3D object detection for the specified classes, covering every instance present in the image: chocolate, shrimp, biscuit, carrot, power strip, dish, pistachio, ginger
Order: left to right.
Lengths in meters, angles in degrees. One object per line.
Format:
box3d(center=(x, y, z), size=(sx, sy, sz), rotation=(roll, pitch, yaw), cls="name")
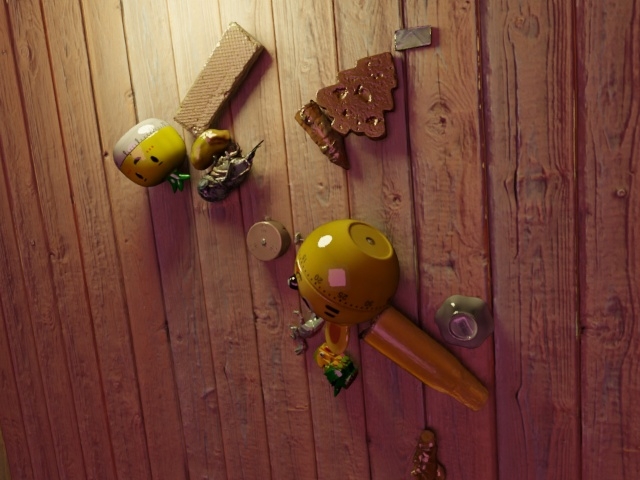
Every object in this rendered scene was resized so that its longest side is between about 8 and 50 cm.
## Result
box3d(center=(-0.421, -0.354, 1.625), size=(0.100, 0.110, 0.189), rotation=(41, 94, -10), cls="pistachio")
box3d(center=(-0.378, -0.575, 1.575), size=(0.144, 0.078, 0.426), rotation=(38, 112, -10), cls="biscuit")
box3d(center=(-0.347, -0.253, 1.578), size=(0.137, 0.172, 0.372), rotation=(35, 128, -12), cls="shrimp")
box3d(center=(-0.198, 0.002, 1.612), size=(0.154, 0.078, 0.154), rotation=(4, 100, 21), cls="power strip")
box3d(center=(0.018, -0.349, 1.470), size=(0.102, 0.102, 0.263), rotation=(-35, 89, 23), cls="carrot")
box3d(center=(0.147, -0.474, 1.400), size=(0.278, 0.043, 0.301), rotation=(40, 100, 8), cls="biscuit")
box3d(center=(0.346, 0.400, 1.426), size=(0.445, 0.162, 0.162), rotation=(37, 110, 8), cls="chocolate")
box3d(center=(0.367, 0.769, 1.501), size=(0.115, 0.081, 0.205), rotation=(-13, 93, 12), cls="ginger")
box3d(center=(0.464, 0.273, 1.391), size=(0.191, 0.066, 0.190), rotation=(4, 100, 22), cls="dish")

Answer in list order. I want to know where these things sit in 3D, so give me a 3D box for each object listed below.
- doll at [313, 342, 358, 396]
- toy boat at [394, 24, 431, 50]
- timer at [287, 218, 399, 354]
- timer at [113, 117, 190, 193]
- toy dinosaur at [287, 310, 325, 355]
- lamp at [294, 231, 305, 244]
box3d(center=(0.052, 0.463, 1.569), size=(0.134, 0.106, 0.186), rotation=(-40, 82, 33), cls="doll")
box3d(center=(0.289, -0.635, 1.344), size=(0.115, 0.016, 0.063), rotation=(1, 99, 21), cls="toy boat")
box3d(center=(0.064, 0.132, 1.390), size=(0.376, 0.376, 0.387), rotation=(39, 125, 12), cls="timer")
box3d(center=(-0.617, -0.300, 1.650), size=(0.285, 0.285, 0.285), rotation=(4, 100, 22), cls="timer")
box3d(center=(-0.030, 0.324, 1.610), size=(0.242, 0.053, 0.167), rotation=(-26, 89, 23), cls="toy dinosaur")
box3d(center=(0.000, 0.000, 1.562), size=(0.198, 0.056, 0.050), rotation=(6, 100, 10), cls="lamp")
